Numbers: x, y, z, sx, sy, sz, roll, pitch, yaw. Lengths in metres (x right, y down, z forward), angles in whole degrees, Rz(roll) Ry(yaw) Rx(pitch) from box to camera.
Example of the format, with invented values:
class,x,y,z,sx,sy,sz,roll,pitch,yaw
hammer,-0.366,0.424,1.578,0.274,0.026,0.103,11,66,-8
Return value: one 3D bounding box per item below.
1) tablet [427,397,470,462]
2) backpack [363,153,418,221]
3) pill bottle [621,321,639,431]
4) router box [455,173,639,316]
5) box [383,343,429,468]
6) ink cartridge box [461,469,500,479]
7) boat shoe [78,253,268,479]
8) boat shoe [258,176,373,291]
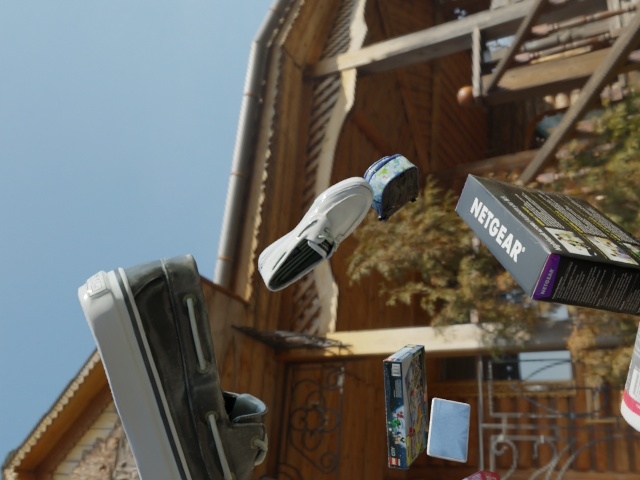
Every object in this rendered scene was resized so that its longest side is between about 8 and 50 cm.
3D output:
class,x,y,z,sx,sy,sz,roll,pitch,yaw
tablet,0.178,0.261,0.953,0.006,0.054,0.083,94,-173,-55
backpack,0.136,-0.114,1.357,0.105,0.084,0.114,-34,-28,-16
pill bottle,0.556,0.129,0.995,0.176,0.176,0.319,-12,-68,-59
router box,0.215,0.001,0.619,0.179,0.133,0.046,-110,33,-63
box,0.191,0.360,1.521,0.159,0.044,0.233,-10,-82,-64
ink cartridge box,0.355,0.588,1.511,0.056,0.099,0.135,21,-138,-30
boat shoe,-0.100,0.173,0.605,0.119,0.121,0.335,-20,-77,-13
boat shoe,0.000,0.000,1.073,0.083,0.226,0.076,37,-163,-30
